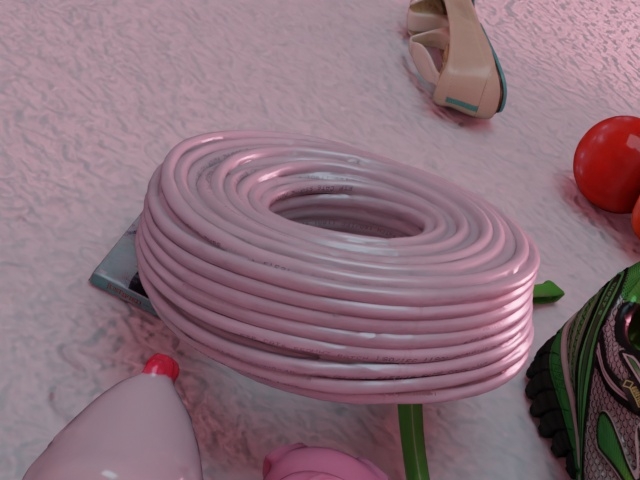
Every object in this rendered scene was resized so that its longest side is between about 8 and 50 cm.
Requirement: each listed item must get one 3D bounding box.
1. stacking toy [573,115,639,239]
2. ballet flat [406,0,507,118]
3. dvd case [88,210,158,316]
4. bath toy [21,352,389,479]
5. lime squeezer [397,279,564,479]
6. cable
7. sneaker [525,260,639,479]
[{"bbox_3d":[0.354,0.002,1.079,0.141,0.141,0.330,-14,45,-41],"label":"stacking toy"},{"bbox_3d":[0.124,-0.211,1.246,0.086,0.086,0.248,13,39,-16],"label":"ballet flat"},{"bbox_3d":[-0.099,0.013,0.888,0.087,0.013,0.119,27,35,2],"label":"dvd case"},{"bbox_3d":[0.017,0.157,0.676,0.348,0.151,0.129,16,57,1],"label":"bath toy"},{"bbox_3d":[0.086,0.079,0.895,0.110,0.059,0.310,56,35,-9],"label":"lime squeezer"},{"bbox_3d":[0.012,0.009,0.796,0.257,0.089,0.257,7,22,-10],"label":"cable"},{"bbox_3d":[0.225,0.146,0.798,0.134,0.146,0.343,10,39,-19],"label":"sneaker"}]
